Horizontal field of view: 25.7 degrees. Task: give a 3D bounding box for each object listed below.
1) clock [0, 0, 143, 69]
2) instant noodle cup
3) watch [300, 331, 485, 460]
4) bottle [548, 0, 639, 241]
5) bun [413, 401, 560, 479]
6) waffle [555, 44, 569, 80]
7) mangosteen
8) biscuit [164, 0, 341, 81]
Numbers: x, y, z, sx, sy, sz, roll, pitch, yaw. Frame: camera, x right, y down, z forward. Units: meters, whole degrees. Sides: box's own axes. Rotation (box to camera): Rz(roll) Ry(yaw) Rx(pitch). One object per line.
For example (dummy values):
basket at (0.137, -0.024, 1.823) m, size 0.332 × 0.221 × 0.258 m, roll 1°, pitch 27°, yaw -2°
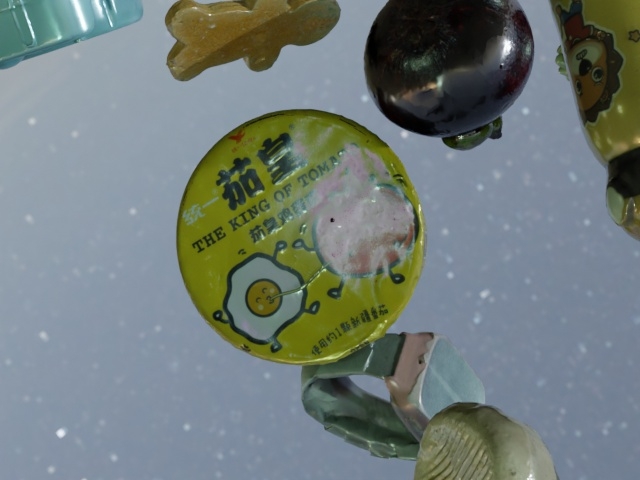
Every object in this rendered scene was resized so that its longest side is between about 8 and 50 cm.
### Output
clock at (-0.299, -0.258, 1.564) m, size 0.223 × 0.094 × 0.274 m, roll -11°, pitch -168°, yaw 28°
instant noodle cup at (0.000, 0.000, 1.858) m, size 0.325 × 0.326 × 0.254 m, roll -32°, pitch 171°, yaw 11°
watch at (0.097, 0.245, 2.165) m, size 0.241 × 0.253 × 0.162 m, roll -15°, pitch -142°, yaw 35°
bottle at (0.395, -0.167, 1.702) m, size 0.171 × 0.351 × 0.171 m, roll -10°, pitch 165°, yaw -3°
bun at (0.208, 0.298, 1.689) m, size 0.133 × 0.231 × 0.231 m, roll 0°, pitch 179°, yaw -27°
waffle at (0.475, -0.335, 2.264) m, size 0.214 × 0.054 × 0.208 m, roll -44°, pitch 155°, yaw 16°
mangosteen at (0.167, -0.224, 1.726) m, size 0.216 × 0.216 × 0.216 m, roll -33°, pitch -164°, yaw 11°
biscuit at (-0.085, -0.268, 1.766) m, size 0.234 × 0.030 × 0.153 m, roll -16°, pitch 151°, yaw -18°
